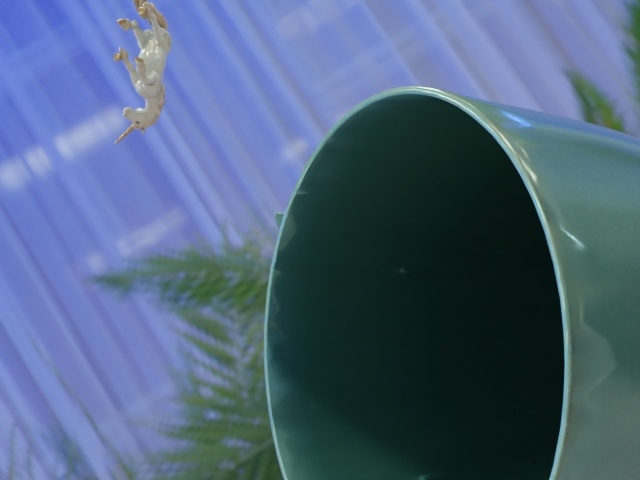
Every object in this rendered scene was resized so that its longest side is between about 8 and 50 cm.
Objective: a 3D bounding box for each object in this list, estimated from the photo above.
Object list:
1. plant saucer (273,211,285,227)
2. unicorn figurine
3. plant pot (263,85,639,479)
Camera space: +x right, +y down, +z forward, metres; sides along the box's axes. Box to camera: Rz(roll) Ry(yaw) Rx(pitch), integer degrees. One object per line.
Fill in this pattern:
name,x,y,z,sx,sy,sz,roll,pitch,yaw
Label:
plant saucer,0.000,0.000,1.919,0.192,0.067,0.018,36,-113,-70
unicorn figurine,-0.205,-0.201,1.824,0.161,0.060,0.111,-67,-25,-17
plant pot,0.140,0.063,0.917,0.235,0.293,0.293,1,-28,-31
